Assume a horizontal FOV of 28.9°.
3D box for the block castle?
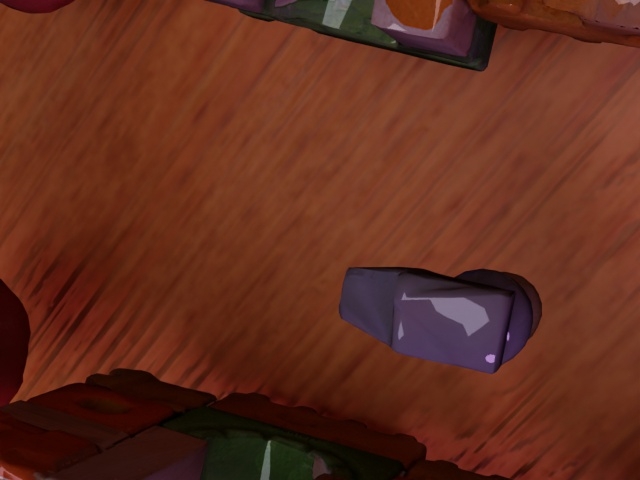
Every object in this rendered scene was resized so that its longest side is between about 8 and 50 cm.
[{"bbox_3d":[0.000,0.000,0.521,0.453,0.213,0.302,15,95,15],"label":"block castle"}]
